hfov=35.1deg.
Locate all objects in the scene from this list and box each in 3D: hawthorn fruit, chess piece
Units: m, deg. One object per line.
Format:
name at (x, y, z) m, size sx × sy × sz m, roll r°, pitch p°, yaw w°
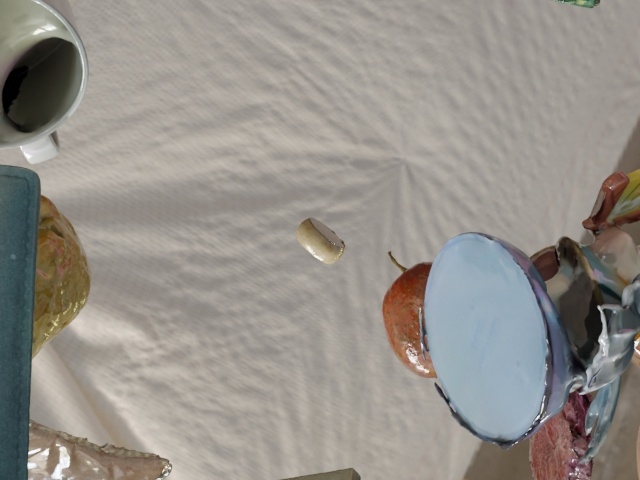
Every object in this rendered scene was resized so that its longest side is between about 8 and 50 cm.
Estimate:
hawthorn fruit at (0.151, 0.093, 1.446) m, size 0.162 × 0.162 × 0.204 m, roll -23°, pitch -102°, yaw -31°
chess piece at (0.000, 0.000, 1.596) m, size 0.083 × 0.084 × 0.038 m, roll 27°, pitch -73°, yaw -37°

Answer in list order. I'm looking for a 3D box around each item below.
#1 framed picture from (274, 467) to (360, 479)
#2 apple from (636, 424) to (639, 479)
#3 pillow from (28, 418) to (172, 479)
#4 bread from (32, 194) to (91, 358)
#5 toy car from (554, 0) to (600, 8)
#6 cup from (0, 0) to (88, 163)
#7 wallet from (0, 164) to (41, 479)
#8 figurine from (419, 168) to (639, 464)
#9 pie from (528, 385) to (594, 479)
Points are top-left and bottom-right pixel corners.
framed picture at (-0.109, 0.379, 1.120) m, size 0.020 × 0.324 × 0.241 m, roll 48°, pitch -139°, yaw -35°
apple at (0.513, 0.270, 1.212) m, size 0.301 × 0.301 × 0.302 m, roll -8°, pitch -76°, yaw -36°
pillow at (-0.240, 0.207, 0.910) m, size 0.211 × 0.135 × 0.034 m, roll 37°, pitch -146°, yaw -50°
bread at (-0.364, 0.037, 1.085) m, size 0.244 × 0.244 × 0.134 m, roll -24°, pitch -42°, yaw -31°
toy car at (0.240, -0.417, 1.381) m, size 0.097 × 0.320 × 0.142 m, roll 27°, pitch -100°, yaw -80°
cup at (-0.415, -0.238, 1.314) m, size 0.219 × 0.258 × 0.290 m, roll -22°, pitch -50°, yaw -5°
wallet at (-0.332, 0.059, 0.654) m, size 0.290 × 0.054 × 0.251 m, roll 3°, pitch -95°, yaw -22°
figurine at (0.321, 0.073, 0.919) m, size 0.388 × 0.248 × 0.277 m, roll -6°, pitch -50°, yaw -27°
pie at (0.262, 0.218, 1.104) m, size 0.036 × 0.154 × 0.155 m, roll 6°, pitch -84°, yaw -7°
